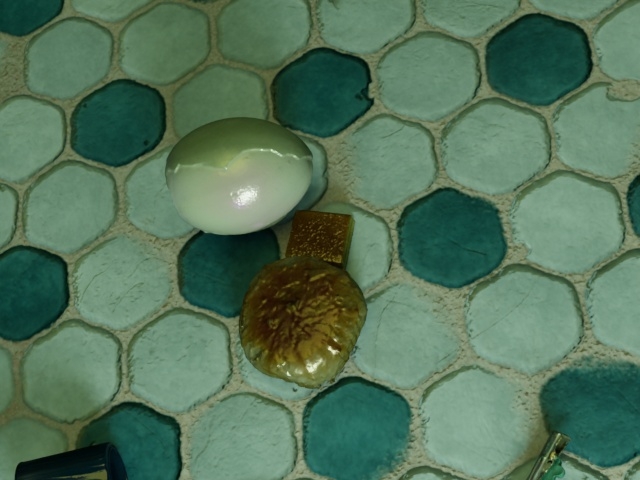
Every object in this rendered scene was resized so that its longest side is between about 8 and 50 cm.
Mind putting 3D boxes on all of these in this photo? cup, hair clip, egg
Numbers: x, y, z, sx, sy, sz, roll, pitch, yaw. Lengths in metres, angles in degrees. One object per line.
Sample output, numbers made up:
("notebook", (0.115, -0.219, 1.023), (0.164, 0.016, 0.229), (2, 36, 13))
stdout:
("cup", (-0.350, 0.373, 2.075), (0.138, 0.150, 0.113), (-15, 28, 5))
("hair clip", (0.292, 0.338, 1.953), (0.049, 0.049, 0.173), (32, 81, 25))
("egg", (-0.117, -0.102, 2.190), (0.217, 0.183, 0.183), (-15, 61, 18))

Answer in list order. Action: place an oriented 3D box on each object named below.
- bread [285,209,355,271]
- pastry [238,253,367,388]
("bread", (0.000, 0.000, 2.196), (0.094, 0.035, 0.090), (5, 66, 17))
("pastry", (-0.030, 0.115, 2.110), (0.182, 0.093, 0.192), (20, 75, 20))
